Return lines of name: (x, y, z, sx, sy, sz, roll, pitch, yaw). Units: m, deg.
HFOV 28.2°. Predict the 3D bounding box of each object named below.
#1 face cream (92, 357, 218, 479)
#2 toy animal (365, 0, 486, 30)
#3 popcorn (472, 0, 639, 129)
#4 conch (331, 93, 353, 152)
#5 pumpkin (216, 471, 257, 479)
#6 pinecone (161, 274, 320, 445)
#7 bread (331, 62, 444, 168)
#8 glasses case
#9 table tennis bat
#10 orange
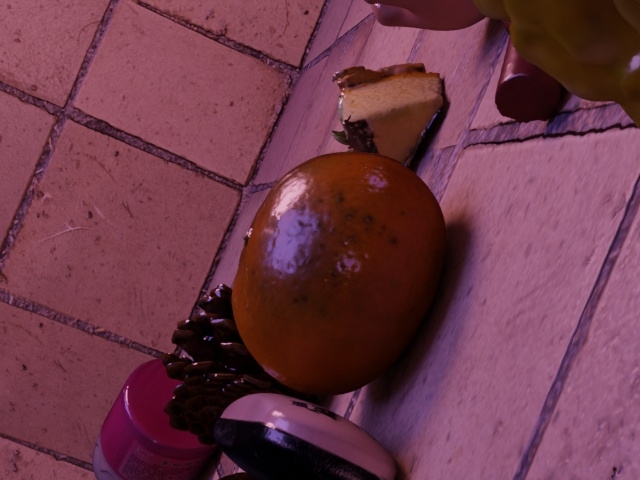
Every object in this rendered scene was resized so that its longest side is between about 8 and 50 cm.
face cream: (-0.252, 0.305, 1.994, 0.175, 0.175, 0.195, -77, 13, -48)
toy animal: (0.127, -0.387, 1.332, 0.237, 0.269, 0.326, 32, -144, -78)
popcorn: (0.158, -0.173, 0.547, 0.242, 0.250, 0.235, -60, 3, 30)
conch: (0.056, -0.152, 1.695, 0.106, 0.079, 0.170, -61, -7, 1)
pumpkin: (-0.077, 0.286, 1.257, 0.119, 0.108, 0.183, -63, 10, -10)
pinecone: (-0.072, 0.125, 1.410, 0.185, 0.168, 0.212, -9, 28, 29)
bread: (0.084, -0.121, 1.470, 0.147, 0.127, 0.152, -89, -9, -63)
glasses case: (-0.021, 0.182, 1.111, 0.075, 0.122, 0.314, -62, 7, -13)
table tennis bat: (0.217, -0.272, 1.109, 0.268, 0.051, 0.414, 125, 167, -56)
orange: (0.012, 0.024, 1.162, 0.240, 0.171, 0.240, -62, 11, 21)
